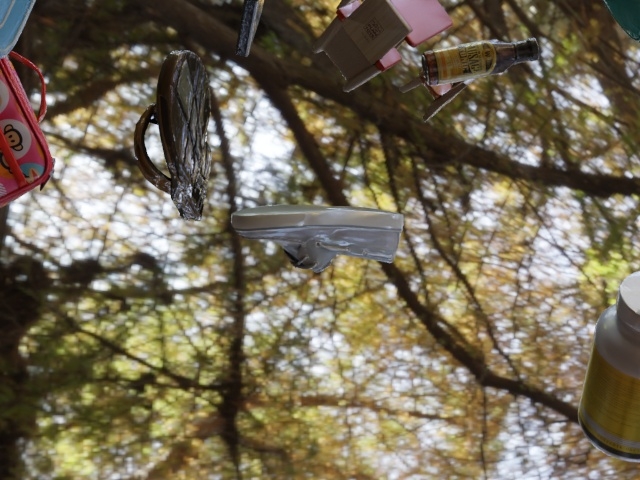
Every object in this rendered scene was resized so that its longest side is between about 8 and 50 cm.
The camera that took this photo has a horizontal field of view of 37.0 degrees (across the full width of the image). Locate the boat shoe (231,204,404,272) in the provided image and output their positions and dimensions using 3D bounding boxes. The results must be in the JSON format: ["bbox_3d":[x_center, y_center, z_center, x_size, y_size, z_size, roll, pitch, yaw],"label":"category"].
[{"bbox_3d":[0.000,0.000,1.159,0.079,0.227,0.081,17,-76,62],"label":"boat shoe"}]

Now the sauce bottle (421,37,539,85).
[{"bbox_3d":[0.178,-0.203,1.067,0.128,0.042,0.042,-13,-108,-2],"label":"sauce bottle"}]

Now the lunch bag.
[{"bbox_3d":[-0.534,-0.187,1.438,0.258,0.120,0.293,-26,-78,-11],"label":"lunch bag"}]

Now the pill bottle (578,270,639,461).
[{"bbox_3d":[0.314,0.122,0.932,0.103,0.103,0.184,29,-41,33],"label":"pill bottle"}]

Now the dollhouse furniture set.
[{"bbox_3d":[0.113,-0.306,1.341,0.135,0.259,0.262,-37,-88,39],"label":"dollhouse furniture set"}]

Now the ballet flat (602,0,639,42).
[{"bbox_3d":[0.429,-0.265,1.169,0.096,0.095,0.281,-18,-115,-8],"label":"ballet flat"}]

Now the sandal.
[{"bbox_3d":[-0.131,-0.084,0.836,0.060,0.219,0.090,10,-110,0],"label":"sandal"}]

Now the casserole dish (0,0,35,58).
[{"bbox_3d":[-0.391,-0.302,1.149,0.037,0.114,0.189,10,-106,33],"label":"casserole dish"}]

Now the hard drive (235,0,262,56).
[{"bbox_3d":[-0.097,-0.345,1.390,0.022,0.135,0.094,16,-115,-4],"label":"hard drive"}]
